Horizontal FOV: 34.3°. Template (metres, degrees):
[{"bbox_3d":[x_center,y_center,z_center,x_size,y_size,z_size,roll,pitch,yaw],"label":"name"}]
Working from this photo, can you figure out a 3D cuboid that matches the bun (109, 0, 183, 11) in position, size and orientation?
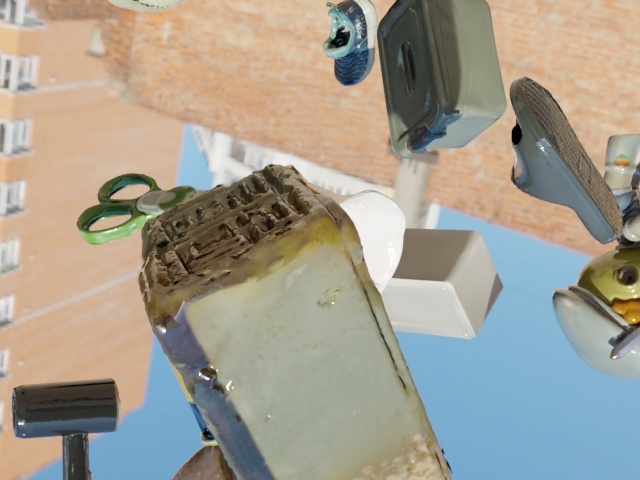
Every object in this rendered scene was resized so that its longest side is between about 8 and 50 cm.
[{"bbox_3d":[-0.302,-0.511,1.690,0.287,0.287,0.146,-8,-163,-44],"label":"bun"}]

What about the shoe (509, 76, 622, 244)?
[{"bbox_3d":[0.286,-0.085,1.302,0.093,0.241,0.108,-27,-158,32],"label":"shoe"}]

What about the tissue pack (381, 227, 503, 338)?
[{"bbox_3d":[0.193,0.079,1.966,0.246,0.159,0.136,4,-135,38],"label":"tissue pack"}]

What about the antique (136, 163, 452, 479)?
[{"bbox_3d":[-0.006,0.104,0.663,0.125,0.284,0.150,-26,-156,-6],"label":"antique"}]

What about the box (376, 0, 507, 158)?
[{"bbox_3d":[0.130,-0.179,1.100,0.093,0.172,0.124,0,163,-22],"label":"box"}]

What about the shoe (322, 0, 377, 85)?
[{"bbox_3d":[0.037,-0.278,1.460,0.071,0.143,0.064,-21,-131,-25],"label":"shoe"}]

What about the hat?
[{"bbox_3d":[0.000,0.000,1.306,0.203,0.203,0.126,-9,-145,-46],"label":"hat"}]

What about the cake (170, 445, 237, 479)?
[{"bbox_3d":[-0.117,0.498,1.757,0.237,0.230,0.309,16,-140,-32],"label":"cake"}]

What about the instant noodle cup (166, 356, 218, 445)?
[{"bbox_3d":[-0.154,0.176,1.646,0.215,0.236,0.215,-30,-171,5],"label":"instant noodle cup"}]

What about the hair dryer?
[{"bbox_3d":[-0.320,0.301,1.289,0.128,0.255,0.070,1,178,-21],"label":"hair dryer"}]

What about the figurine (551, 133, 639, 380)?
[{"bbox_3d":[0.476,0.027,1.637,0.205,0.381,0.224,0,166,28],"label":"figurine"}]

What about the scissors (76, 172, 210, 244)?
[{"bbox_3d":[-0.143,-0.032,1.034,0.204,0.027,0.101,1,-138,23],"label":"scissors"}]
